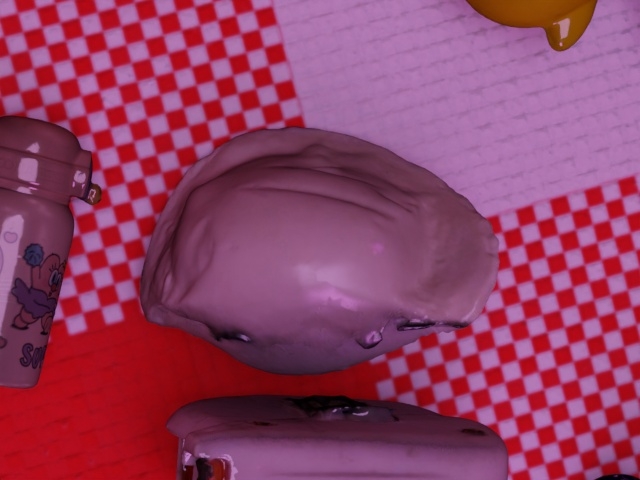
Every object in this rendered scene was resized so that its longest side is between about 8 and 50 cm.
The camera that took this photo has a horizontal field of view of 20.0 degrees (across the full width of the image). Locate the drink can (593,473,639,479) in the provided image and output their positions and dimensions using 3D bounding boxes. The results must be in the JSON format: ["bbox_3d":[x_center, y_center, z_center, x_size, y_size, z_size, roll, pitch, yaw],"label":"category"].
[{"bbox_3d":[0.276,0.252,1.454,0.097,0.235,0.097,0,93,-9],"label":"drink can"}]

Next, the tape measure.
[{"bbox_3d":[-0.001,0.183,1.395,0.258,0.265,0.130,2,94,-19],"label":"tape measure"}]

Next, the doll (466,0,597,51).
[{"bbox_3d":[0.221,-0.248,1.475,0.363,0.145,0.199,11,86,-16],"label":"doll"}]

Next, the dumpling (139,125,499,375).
[{"bbox_3d":[-0.002,0.003,1.448,0.243,0.175,0.226,20,50,-11],"label":"dumpling"}]

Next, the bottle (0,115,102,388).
[{"bbox_3d":[-0.240,0.008,1.433,0.110,0.097,0.209,14,90,-9],"label":"bottle"}]
